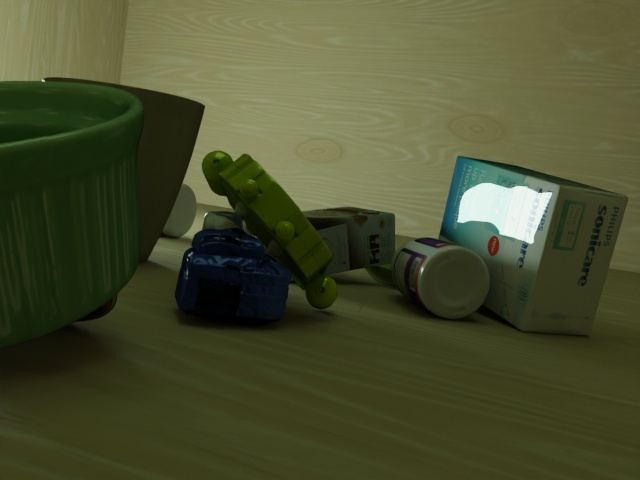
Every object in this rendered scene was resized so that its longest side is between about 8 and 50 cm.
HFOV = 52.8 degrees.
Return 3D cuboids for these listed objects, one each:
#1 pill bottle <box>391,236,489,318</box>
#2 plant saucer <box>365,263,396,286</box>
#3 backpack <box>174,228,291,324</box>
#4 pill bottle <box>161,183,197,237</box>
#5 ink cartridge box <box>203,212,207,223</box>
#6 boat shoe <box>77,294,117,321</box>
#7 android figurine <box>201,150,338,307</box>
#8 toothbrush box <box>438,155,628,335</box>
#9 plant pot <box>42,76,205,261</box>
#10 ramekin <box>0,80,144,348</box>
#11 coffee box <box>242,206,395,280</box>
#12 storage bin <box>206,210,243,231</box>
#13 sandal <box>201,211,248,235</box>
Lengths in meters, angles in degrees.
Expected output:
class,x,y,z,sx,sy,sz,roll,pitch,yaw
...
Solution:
class,x,y,z,sx,sy,sz,roll,pitch,yaw
pill bottle,0.175,0.051,1.006,0.108,0.108,0.193,7,5,-11
plant saucer,0.197,0.070,1.266,0.241,0.037,0.241,7,5,-1
backpack,-0.093,0.043,0.722,0.120,0.101,0.098,13,9,-17
pill bottle,-0.430,-0.087,1.569,0.229,0.131,0.131,10,5,23
ink cartridge box,-0.099,-0.018,1.717,0.307,0.072,0.304,15,7,43
boat shoe,-0.273,0.048,0.606,0.178,0.064,0.060,3,8,24
android figurine,-0.060,-0.016,0.830,0.248,0.056,0.273,50,-7,4
toothbrush box,0.316,-0.003,1.032,0.126,0.216,0.295,6,14,-19
plant pot,-0.338,-0.108,1.074,0.257,0.274,0.256,8,5,-1
ramekin,-0.290,-0.031,0.516,0.304,0.148,0.303,0,22,0
coffee box,0.000,0.000,1.174,0.247,0.098,0.141,-8,12,-37
storage bin,-0.182,-0.010,1.280,0.098,0.091,0.135,9,5,10
sandal,-0.135,0.028,0.896,0.076,0.102,0.265,11,9,-11
